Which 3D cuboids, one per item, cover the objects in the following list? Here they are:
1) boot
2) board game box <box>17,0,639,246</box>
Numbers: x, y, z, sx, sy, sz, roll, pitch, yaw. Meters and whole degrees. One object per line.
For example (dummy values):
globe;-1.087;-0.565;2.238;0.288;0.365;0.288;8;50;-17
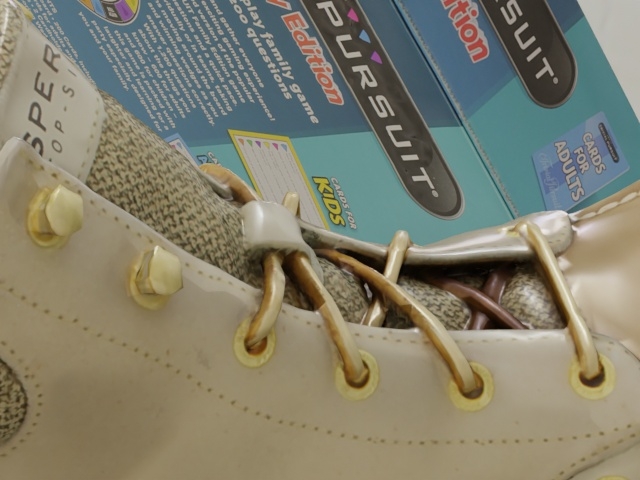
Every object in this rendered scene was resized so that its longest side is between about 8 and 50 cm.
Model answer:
boot;0.005;0.011;0.401;0.262;0.095;0.203;-34;-52;11
board game box;-0.045;-0.107;0.796;0.079;0.336;0.254;-42;-67;-28
